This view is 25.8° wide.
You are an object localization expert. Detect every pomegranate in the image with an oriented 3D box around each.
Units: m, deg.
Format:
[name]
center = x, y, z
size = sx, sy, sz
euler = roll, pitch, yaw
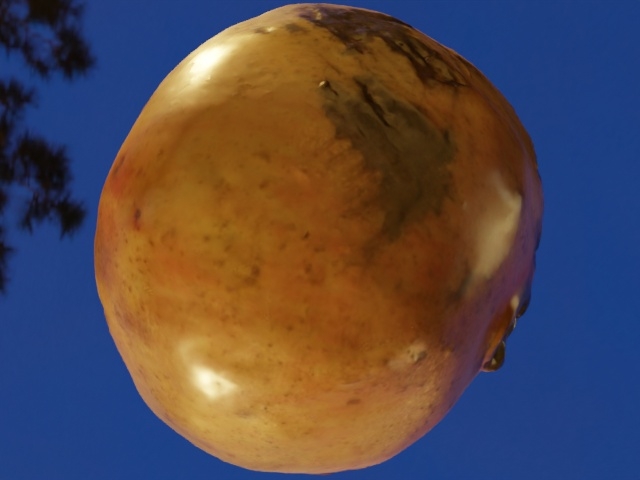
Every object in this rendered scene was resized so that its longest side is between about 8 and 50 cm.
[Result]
[pomegranate]
center = 0.000, 0.000, 0.905
size = 0.322, 0.322, 0.322
euler = 4, -107, -13
